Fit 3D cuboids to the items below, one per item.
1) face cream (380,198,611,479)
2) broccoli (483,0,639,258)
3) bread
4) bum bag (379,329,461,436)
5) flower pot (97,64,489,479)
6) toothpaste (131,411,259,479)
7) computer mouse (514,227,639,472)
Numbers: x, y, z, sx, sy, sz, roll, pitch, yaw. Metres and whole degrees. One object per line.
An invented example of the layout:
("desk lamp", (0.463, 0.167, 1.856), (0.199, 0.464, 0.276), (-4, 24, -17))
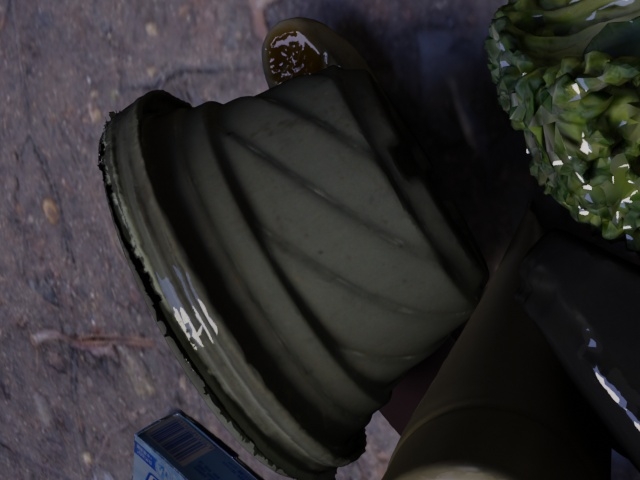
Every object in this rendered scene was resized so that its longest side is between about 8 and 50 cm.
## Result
("face cream", (0.095, 0.076, 0.575), (0.084, 0.341, 0.137), (-19, 96, 20))
("broccoli", (0.217, -0.097, 0.411), (0.361, 0.221, 0.252), (-4, 70, 64))
("bread", (0.027, -0.039, 0.779), (0.073, 0.053, 0.214), (-13, 104, 35))
("bum bag", (0.082, 0.114, 0.786), (0.159, 0.026, 0.109), (50, 142, -13))
("flower pot", (0.000, 0.000, 0.671), (0.140, 0.235, 0.235), (-29, 86, 8))
("toothpaste", (-0.045, 0.239, 0.994), (0.272, 0.053, 0.066), (34, 131, 30))
("computer mouse", (0.179, 0.090, 0.451), (0.269, 0.137, 0.086), (31, 96, 21))
